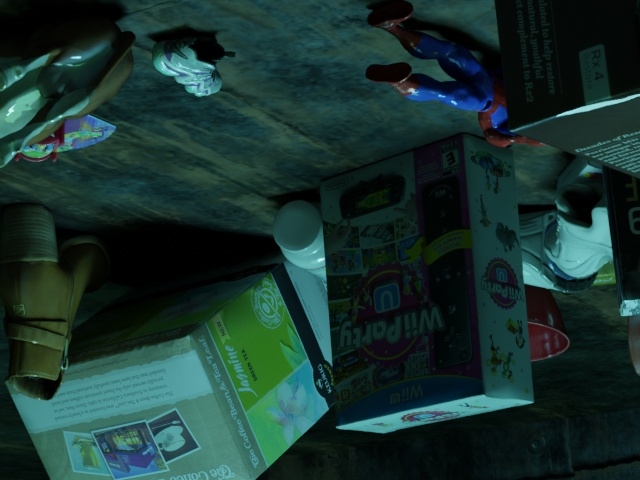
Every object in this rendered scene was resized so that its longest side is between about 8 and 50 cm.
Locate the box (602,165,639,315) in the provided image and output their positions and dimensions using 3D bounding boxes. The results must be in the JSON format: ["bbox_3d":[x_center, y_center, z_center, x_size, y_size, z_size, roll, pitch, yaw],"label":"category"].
[{"bbox_3d":[0.448,-0.058,1.709,0.307,0.242,0.076,-5,165,5],"label":"box"}]

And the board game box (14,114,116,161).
[{"bbox_3d":[-0.301,-0.105,1.740,0.133,0.033,0.168,-13,162,28],"label":"board game box"}]

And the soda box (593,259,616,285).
[{"bbox_3d":[0.409,0.029,2.347,0.181,0.058,0.061,-5,165,6],"label":"soda box"}]

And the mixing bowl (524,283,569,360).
[{"bbox_3d":[0.264,0.100,2.352,0.181,0.098,0.181,4,158,1],"label":"mixing bowl"}]

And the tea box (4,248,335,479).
[{"bbox_3d":[-0.180,0.187,2.239,0.329,0.220,0.323,-16,-166,33],"label":"tea box"}]

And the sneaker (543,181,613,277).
[{"bbox_3d":[0.319,-0.025,1.967,0.115,0.090,0.232,41,162,-11],"label":"sneaker"}]

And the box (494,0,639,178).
[{"bbox_3d":[0.309,-0.156,1.419,0.143,0.191,0.381,-16,160,36],"label":"box"}]

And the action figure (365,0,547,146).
[{"bbox_3d":[0.173,-0.151,1.577,0.139,0.091,0.280,-3,167,33],"label":"action figure"}]

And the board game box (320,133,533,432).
[{"bbox_3d":[0.119,0.055,1.912,0.224,0.303,0.097,-18,159,40],"label":"board game box"}]

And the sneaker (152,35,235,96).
[{"bbox_3d":[-0.105,-0.167,1.558,0.069,0.038,0.098,-12,163,30],"label":"sneaker"}]

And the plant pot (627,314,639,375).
[{"bbox_3d":[0.619,0.136,2.455,0.272,0.272,0.265,11,166,-43],"label":"plant pot"}]

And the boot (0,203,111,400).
[{"bbox_3d":[-0.333,0.094,2.092,0.109,0.220,0.283,-5,164,4],"label":"boot"}]

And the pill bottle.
[{"bbox_3d":[0.000,0.000,2.090,0.087,0.087,0.160,-10,163,20],"label":"pill bottle"}]

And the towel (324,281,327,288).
[{"bbox_3d":[-0.096,0.145,2.595,0.374,0.090,0.320,-6,167,8],"label":"towel"}]

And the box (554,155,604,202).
[{"bbox_3d":[0.390,-0.063,1.976,0.186,0.038,0.145,11,163,-4],"label":"box"}]

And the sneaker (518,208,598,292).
[{"bbox_3d":[0.247,0.004,2.189,0.297,0.111,0.129,11,174,-33],"label":"sneaker"}]

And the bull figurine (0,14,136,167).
[{"bbox_3d":[-0.307,-0.118,1.509,0.310,0.101,0.188,-24,-166,33],"label":"bull figurine"}]
